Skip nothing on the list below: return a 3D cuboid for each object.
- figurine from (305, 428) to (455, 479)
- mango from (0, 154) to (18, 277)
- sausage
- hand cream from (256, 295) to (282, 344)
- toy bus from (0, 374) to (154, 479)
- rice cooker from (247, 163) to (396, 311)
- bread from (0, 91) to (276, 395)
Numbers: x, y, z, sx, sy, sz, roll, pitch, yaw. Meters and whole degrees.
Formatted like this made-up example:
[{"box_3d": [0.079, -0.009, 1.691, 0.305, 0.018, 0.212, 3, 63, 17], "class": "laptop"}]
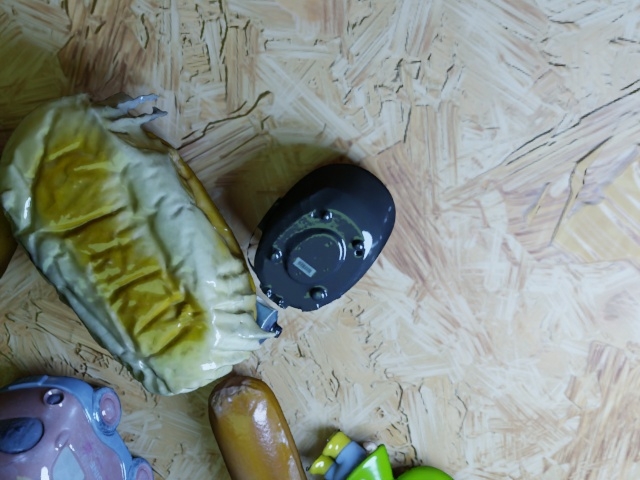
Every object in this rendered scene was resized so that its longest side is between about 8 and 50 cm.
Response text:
[{"box_3d": [0.106, 0.368, 1.336, 0.263, 0.143, 0.162, 37, 115, 13], "class": "figurine"}, {"box_3d": [-0.492, -0.013, 1.271, 0.201, 0.152, 0.287, 48, 123, 0], "class": "mango"}, {"box_3d": [-0.083, 0.313, 1.372, 0.105, 0.105, 0.274, -8, 115, 20], "class": "sausage"}, {"box_3d": [-0.161, 0.066, 1.281, 0.247, 0.052, 0.075, 27, 108, 7], "class": "hand cream"}, {"box_3d": [-0.396, 0.358, 1.407, 0.197, 0.232, 0.294, -9, 116, 20], "class": "toy bus"}, {"box_3d": [-0.001, 0.001, 1.166, 0.142, 0.118, 0.203, 38, 118, -7], "class": "rice cooker"}, {"box_3d": [-0.234, 0.008, 1.184, 0.236, 0.183, 0.389, -28, 89, 12], "class": "bread"}]
